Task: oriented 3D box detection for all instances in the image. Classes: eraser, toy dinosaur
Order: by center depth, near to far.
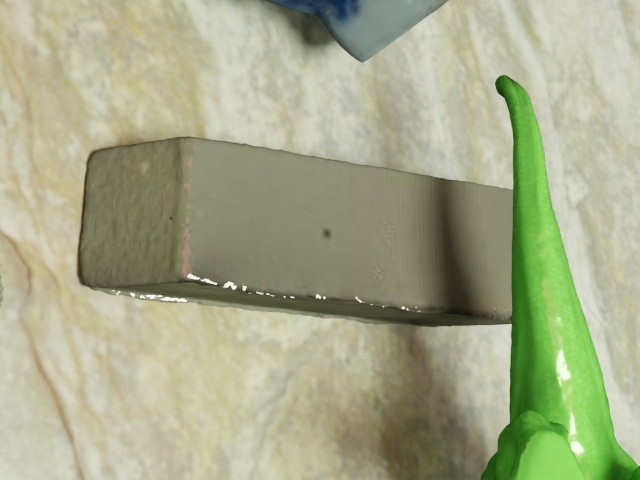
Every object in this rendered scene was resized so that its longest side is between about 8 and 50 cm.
[{"bbox_3d":[0.177,0.169,0.819,0.144,0.374,0.500,-2,55,0],"label":"toy dinosaur"},{"bbox_3d":[0.000,0.000,0.834,0.353,0.077,0.111,8,74,-26],"label":"eraser"}]

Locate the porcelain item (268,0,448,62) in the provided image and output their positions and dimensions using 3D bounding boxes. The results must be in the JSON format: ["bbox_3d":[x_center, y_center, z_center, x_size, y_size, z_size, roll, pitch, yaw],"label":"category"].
[{"bbox_3d":[-0.053,-0.326,0.782,0.405,0.242,0.178,40,41,-21],"label":"porcelain item"}]

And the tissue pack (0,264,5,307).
[{"bbox_3d":[-0.394,-0.004,0.496,0.416,0.253,0.264,40,63,-4],"label":"tissue pack"}]
